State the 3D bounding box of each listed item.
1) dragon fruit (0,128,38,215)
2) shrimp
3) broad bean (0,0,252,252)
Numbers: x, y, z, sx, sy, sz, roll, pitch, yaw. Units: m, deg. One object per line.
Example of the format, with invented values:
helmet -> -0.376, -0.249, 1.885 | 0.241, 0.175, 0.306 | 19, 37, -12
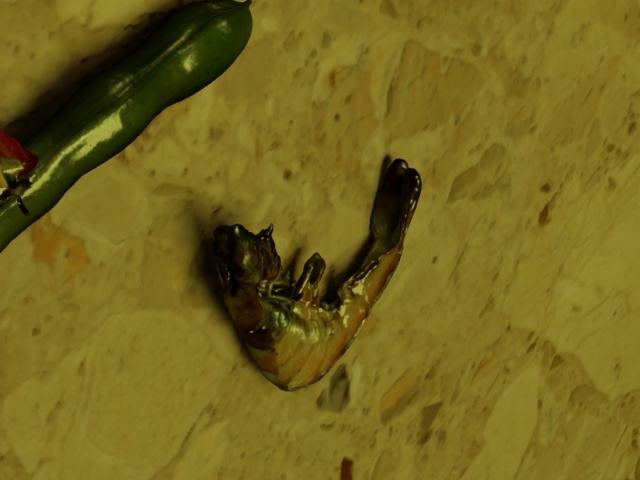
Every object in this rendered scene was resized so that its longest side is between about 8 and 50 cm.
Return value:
dragon fruit -> -0.190, 0.011, 0.732 | 0.192, 0.092, 0.122 | -33, 138, -33
shrimp -> 0.003, 0.002, 1.015 | 0.148, 0.035, 0.195 | -48, 151, -13
broad bean -> -0.110, -0.046, 0.839 | 0.227, 0.039, 0.069 | -44, 171, -16
